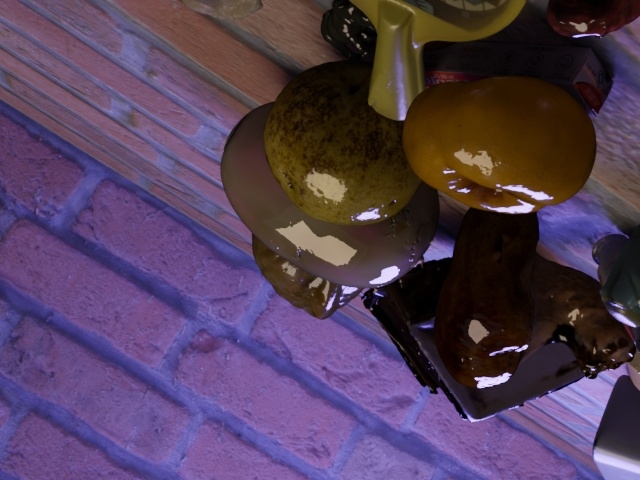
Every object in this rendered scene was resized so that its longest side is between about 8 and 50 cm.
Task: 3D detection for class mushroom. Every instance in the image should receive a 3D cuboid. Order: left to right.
[{"bbox_3d":[0.249,0.070,1.193,0.255,0.267,0.267,24,172,-18],"label":"mushroom"}]

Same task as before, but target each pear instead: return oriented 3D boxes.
[{"bbox_3d":[0.035,-0.116,1.046,0.197,0.197,0.197,30,169,6],"label":"pear"}]

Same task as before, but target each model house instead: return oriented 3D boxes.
[{"bbox_3d":[0.241,0.101,1.497,0.282,0.317,0.297,-128,20,-56],"label":"model house"}]

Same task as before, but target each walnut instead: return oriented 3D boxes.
[{"bbox_3d":[0.000,0.000,1.498,0.227,0.282,0.283,8,171,-8],"label":"walnut"}]

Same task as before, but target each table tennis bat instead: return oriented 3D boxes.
[{"bbox_3d":[0.069,-0.217,0.785,0.224,0.054,0.368,27,159,13],"label":"table tennis bat"}]

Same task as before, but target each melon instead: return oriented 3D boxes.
[{"bbox_3d":[0.016,-0.064,1.241,0.317,0.223,0.223,34,170,10],"label":"melon"}]

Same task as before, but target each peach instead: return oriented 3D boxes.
[{"bbox_3d":[0.163,-0.086,0.824,0.179,0.103,0.179,19,170,4],"label":"peach"}]

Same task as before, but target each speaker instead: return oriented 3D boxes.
[{"bbox_3d":[0.668,0.414,1.780,0.184,0.183,0.406,18,163,31],"label":"speaker"}]

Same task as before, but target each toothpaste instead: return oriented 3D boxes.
[{"bbox_3d":[0.362,0.073,1.043,0.089,0.057,0.234,36,-155,-18],"label":"toothpaste"}]

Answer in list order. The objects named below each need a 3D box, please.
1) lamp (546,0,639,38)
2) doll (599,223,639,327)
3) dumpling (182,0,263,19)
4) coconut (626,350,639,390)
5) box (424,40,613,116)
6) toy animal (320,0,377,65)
[{"bbox_3d":[0.106,-0.226,0.504,0.223,0.151,0.215,-3,-129,-50],"label":"lamp"},{"bbox_3d":[0.429,0.073,0.922,0.261,0.161,0.177,37,169,-31],"label":"doll"},{"bbox_3d":[-0.130,-0.294,0.916,0.199,0.118,0.136,52,168,4],"label":"dumpling"},{"bbox_3d":[0.466,0.140,1.172,0.147,0.147,0.152,23,166,35],"label":"coconut"},{"bbox_3d":[0.173,-0.160,0.881,0.218,0.039,0.055,18,165,48],"label":"box"},{"bbox_3d":[0.037,-0.225,0.939,0.065,0.047,0.136,41,173,-10],"label":"toy animal"}]
